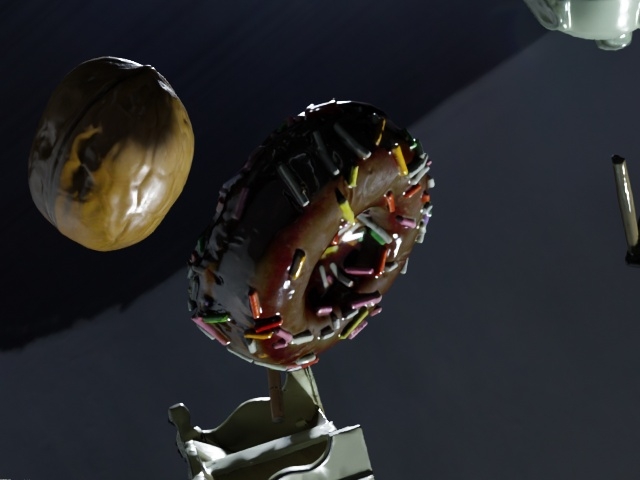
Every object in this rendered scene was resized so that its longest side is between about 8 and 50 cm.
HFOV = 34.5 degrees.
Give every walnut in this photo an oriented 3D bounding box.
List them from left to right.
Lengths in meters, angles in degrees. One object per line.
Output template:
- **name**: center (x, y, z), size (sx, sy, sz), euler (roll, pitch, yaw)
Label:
- **walnut**: center (-0.218, -0.090, 1.080), size (0.167, 0.207, 0.167), euler (22, 19, -8)

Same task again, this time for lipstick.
- **lipstick**: center (-0.060, 0.202, 1.384), size (0.019, 0.019, 0.094), euler (40, 30, -43)

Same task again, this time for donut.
- **donut**: center (0.000, 0.000, 0.916), size (0.103, 0.270, 0.269), euler (33, 5, 25)

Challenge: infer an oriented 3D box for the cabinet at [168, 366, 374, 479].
- **cabinet**: center (-0.047, 0.372, 1.346), size (0.290, 0.227, 0.318), euler (-141, -146, -73)

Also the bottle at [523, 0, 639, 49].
- **bottle**: center (0.312, -0.387, 1.179), size (0.352, 0.229, 0.229), euler (77, -7, -47)

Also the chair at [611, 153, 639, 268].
- **chair**: center (0.416, -0.035, 1.059), size (0.166, 0.188, 0.272), euler (-63, 143, -31)
